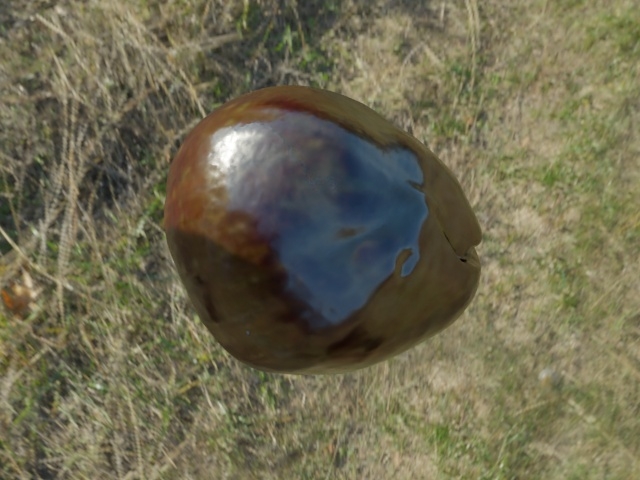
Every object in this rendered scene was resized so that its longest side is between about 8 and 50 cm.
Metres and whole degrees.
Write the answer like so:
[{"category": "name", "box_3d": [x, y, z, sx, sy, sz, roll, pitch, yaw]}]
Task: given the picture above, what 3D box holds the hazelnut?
[{"category": "hazelnut", "box_3d": [0.000, 0.000, 0.752, 0.234, 0.218, 0.218, 28, 63, -31]}]
